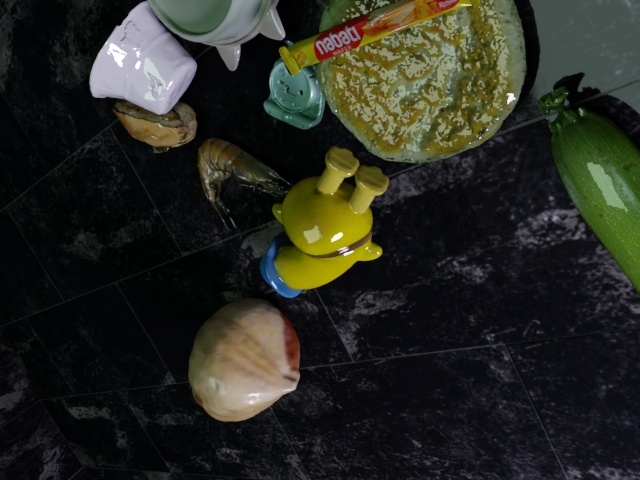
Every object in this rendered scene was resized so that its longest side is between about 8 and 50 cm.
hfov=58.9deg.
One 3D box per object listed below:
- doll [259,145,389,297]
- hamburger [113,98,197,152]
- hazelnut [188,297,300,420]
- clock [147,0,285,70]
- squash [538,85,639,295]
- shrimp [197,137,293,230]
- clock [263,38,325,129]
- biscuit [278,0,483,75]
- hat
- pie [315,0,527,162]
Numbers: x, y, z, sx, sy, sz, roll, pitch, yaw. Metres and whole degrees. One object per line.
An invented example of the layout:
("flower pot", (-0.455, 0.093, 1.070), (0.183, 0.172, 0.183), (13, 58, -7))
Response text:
("doll", (0.000, 0.000, 0.976), (0.199, 0.145, 0.363), (32, 140, 1))
("hamburger", (-0.313, -0.227, 1.114), (0.176, 0.087, 0.102), (15, 146, 16))
("hazelnut", (-0.152, 0.256, 1.167), (0.241, 0.261, 0.261), (28, 129, 20))
("clock", (-0.177, -0.433, 0.867), (0.265, 0.108, 0.324), (-17, 104, 41))
("squash", (0.389, -0.027, 0.701), (0.101, 0.101, 0.378), (-31, 94, 43))
("shrimp", (-0.139, -0.084, 1.094), (0.262, 0.051, 0.198), (26, 135, 26))
("clock", (-0.039, -0.255, 0.917), (0.101, 0.041, 0.135), (27, 129, 21))
("biscuit", (0.066, -0.280, 0.744), (0.292, 0.026, 0.048), (-9, 131, 36))
("hat", (-0.303, -0.305, 1.013), (0.126, 0.203, 0.203), (34, 134, -11))
("pie", (0.130, -0.252, 0.780), (0.323, 0.070, 0.323), (16, 124, 26))
